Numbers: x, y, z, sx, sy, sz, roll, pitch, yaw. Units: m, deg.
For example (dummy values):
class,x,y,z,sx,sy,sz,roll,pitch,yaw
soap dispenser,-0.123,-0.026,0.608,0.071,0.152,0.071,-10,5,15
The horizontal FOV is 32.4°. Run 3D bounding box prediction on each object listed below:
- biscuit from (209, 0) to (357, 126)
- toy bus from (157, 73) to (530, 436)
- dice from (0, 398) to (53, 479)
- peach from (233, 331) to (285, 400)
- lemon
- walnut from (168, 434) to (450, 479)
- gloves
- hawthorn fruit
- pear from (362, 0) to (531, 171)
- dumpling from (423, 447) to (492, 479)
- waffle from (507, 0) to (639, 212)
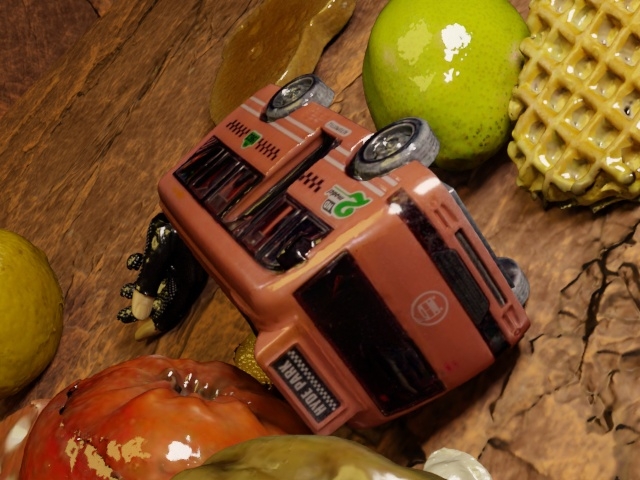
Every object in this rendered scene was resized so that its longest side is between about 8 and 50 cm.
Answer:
class,x,y,z,sx,sy,sz,roll,pitch,yaw
biscuit,-0.055,-0.295,1.697,0.287,0.057,0.344,-37,30,25
toy bus,0.000,0.000,1.049,0.233,0.203,0.427,-39,26,-5
dice,-0.287,0.293,1.194,0.175,0.174,0.179,-34,36,27
peach,-0.039,0.130,1.140,0.098,0.061,0.098,-14,41,13
lemon,-0.512,0.107,1.661,0.253,0.253,0.310,-40,26,19
walnut,0.009,0.254,0.719,0.283,0.283,0.227,-29,-2,35
gloves,-0.201,0.054,1.463,0.129,0.106,0.181,-128,51,-63
hawthorn fruit,-0.142,0.254,0.948,0.276,0.276,0.307,25,93,62
pear,0.130,-0.166,1.145,0.187,0.187,0.220,-23,56,41
dumpling,0.108,0.199,0.862,0.059,0.043,0.077,-12,38,18
waffle,0.267,-0.149,0.983,0.245,0.052,0.254,-10,66,47
